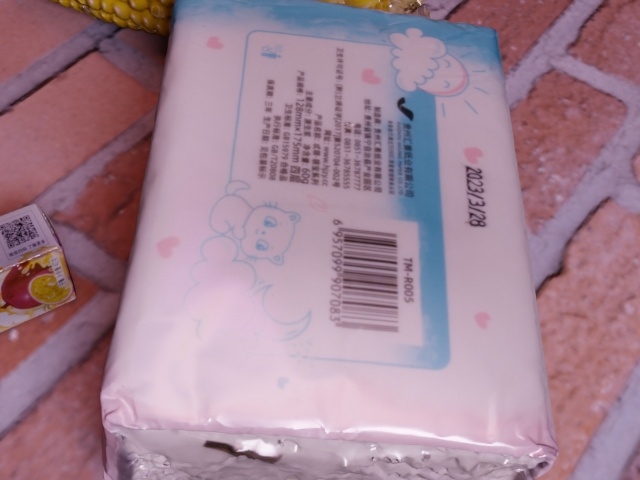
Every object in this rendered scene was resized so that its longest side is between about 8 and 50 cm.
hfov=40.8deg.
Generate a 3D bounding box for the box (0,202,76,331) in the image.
[{"bbox_3d":[-0.232,0.044,0.446,0.207,0.050,0.041,-25,58,-21],"label":"box"}]

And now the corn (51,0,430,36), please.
[{"bbox_3d":[-0.071,-0.183,0.587,0.318,0.115,0.115,18,56,6],"label":"corn"}]

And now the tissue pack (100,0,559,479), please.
[{"bbox_3d":[0.003,0.000,0.457,0.202,0.124,0.271,4,54,-2],"label":"tissue pack"}]
